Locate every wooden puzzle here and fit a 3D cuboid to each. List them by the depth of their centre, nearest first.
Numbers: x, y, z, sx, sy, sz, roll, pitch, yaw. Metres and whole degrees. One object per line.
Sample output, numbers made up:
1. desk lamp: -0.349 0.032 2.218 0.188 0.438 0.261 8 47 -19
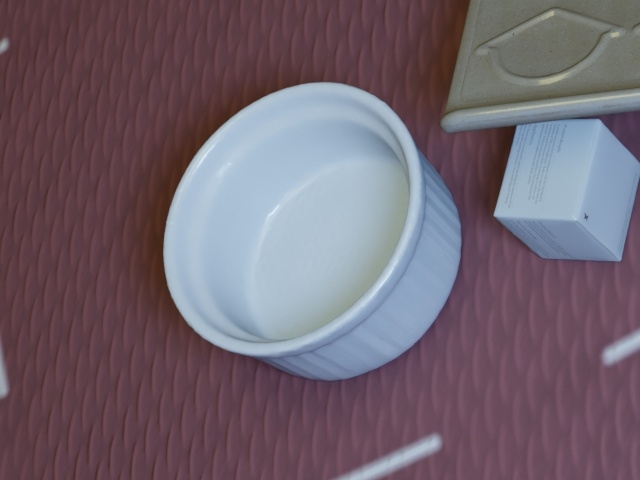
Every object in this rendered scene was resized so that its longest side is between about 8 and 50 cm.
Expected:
1. wooden puzzle: 0.292 -0.208 1.744 0.322 0.080 0.347 -5 41 22

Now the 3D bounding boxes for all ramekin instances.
1. ramekin: 0.000 0.000 1.841 0.277 0.135 0.277 -14 61 26

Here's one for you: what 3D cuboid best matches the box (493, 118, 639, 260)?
1. box: 0.226 -0.046 1.743 0.087 0.102 0.101 2 68 36
